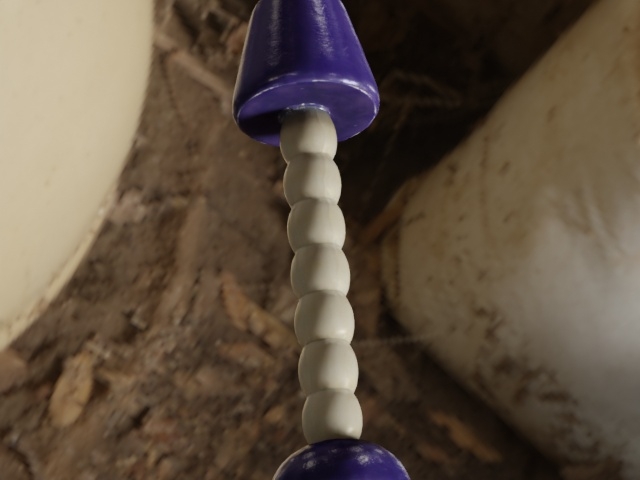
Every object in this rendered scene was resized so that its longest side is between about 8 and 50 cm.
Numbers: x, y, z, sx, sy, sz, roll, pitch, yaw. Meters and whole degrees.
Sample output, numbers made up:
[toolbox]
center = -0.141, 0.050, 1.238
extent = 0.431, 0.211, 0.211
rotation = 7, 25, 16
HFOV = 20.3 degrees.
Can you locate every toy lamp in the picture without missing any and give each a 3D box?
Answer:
[toy lamp]
center = 0.000, 0.000, 0.888
extent = 0.080, 0.080, 0.275
rotation = 4, 64, -24
